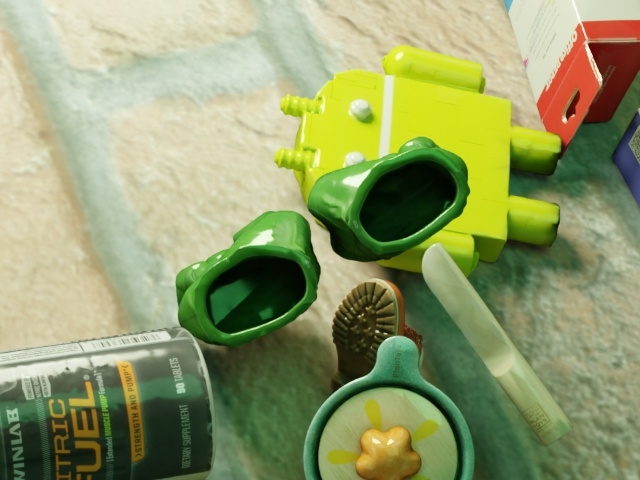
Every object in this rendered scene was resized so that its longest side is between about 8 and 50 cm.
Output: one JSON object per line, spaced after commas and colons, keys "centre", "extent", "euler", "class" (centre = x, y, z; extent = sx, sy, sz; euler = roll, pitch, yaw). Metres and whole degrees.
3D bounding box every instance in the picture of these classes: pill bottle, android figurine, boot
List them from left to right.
{"centre": [-0.216, 0.148, 1.592], "extent": [0.246, 0.130, 0.130], "euler": [-8, 60, -18], "class": "pill bottle"}
{"centre": [0.054, 0.082, 1.691], "extent": [0.059, 0.158, 0.085], "euler": [34, 48, 26], "class": "boot"}
{"centre": [0.091, -0.075, 1.862], "extent": [0.273, 0.056, 0.248], "euler": [13, 55, -8], "class": "android figurine"}

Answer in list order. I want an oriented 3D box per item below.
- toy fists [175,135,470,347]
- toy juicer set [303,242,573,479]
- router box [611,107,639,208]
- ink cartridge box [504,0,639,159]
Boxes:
{"centre": [0.000, 0.000, 1.702], "extent": [0.279, 0.142, 0.096], "euler": [-32, 89, -5], "class": "toy fists"}
{"centre": [0.086, 0.191, 1.577], "extent": [0.209, 0.089, 0.329], "euler": [33, 89, 3], "class": "toy juicer set"}
{"centre": [0.486, 0.000, 1.893], "extent": [0.301, 0.082, 0.335], "euler": [-14, 62, -22], "class": "router box"}
{"centre": [0.252, -0.207, 1.940], "extent": [0.078, 0.134, 0.231], "euler": [-3, 59, -17], "class": "ink cartridge box"}
